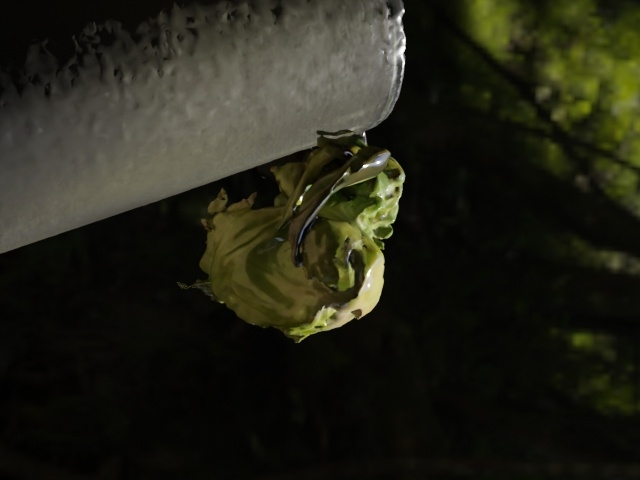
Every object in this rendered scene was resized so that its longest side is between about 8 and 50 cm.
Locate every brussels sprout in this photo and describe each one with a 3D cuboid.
[{"bbox_3d":[0.000,0.000,0.675,0.058,0.085,0.085,35,-59,34],"label":"brussels sprout"}]

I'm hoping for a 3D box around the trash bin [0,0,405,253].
[{"bbox_3d":[-0.131,-0.112,1.015,0.203,0.301,0.252,36,-41,55],"label":"trash bin"}]
